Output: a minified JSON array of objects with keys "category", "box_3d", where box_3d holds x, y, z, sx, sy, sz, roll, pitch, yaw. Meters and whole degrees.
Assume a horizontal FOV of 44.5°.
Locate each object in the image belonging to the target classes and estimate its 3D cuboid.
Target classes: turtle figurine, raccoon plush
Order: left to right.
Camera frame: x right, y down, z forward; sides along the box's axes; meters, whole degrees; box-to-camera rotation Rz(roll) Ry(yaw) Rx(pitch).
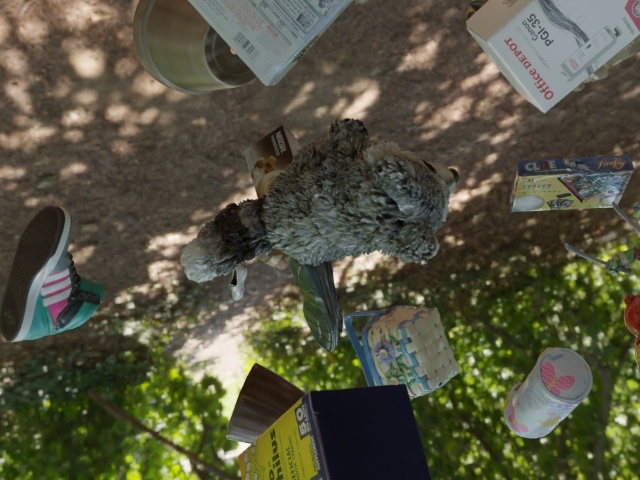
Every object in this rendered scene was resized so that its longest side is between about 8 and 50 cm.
[{"category":"raccoon plush","box_3d":[0.000,0.000,1.189,0.446,0.216,0.299,-39,-163,6]},{"category":"turtle figurine","box_3d":[0.648,0.060,1.561,0.274,0.266,0.198,-11,159,-38]}]

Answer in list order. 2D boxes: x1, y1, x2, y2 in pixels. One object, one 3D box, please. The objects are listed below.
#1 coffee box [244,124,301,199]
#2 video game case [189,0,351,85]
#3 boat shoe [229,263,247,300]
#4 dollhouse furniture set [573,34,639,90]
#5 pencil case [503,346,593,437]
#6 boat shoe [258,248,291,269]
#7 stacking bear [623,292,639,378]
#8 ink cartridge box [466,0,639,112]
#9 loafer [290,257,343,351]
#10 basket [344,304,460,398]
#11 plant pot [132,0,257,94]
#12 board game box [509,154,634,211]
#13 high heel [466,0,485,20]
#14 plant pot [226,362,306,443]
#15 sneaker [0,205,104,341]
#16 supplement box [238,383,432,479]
[{"category":"coffee box","box_3d":[-0.102,-0.167,2.109,0.141,0.247,0.098,-29,146,18]},{"category":"video game case","box_3d":[-0.089,-0.430,1.248,0.244,0.269,0.061,-42,180,27]},{"category":"boat shoe","box_3d":[-0.198,0.101,1.830,0.035,0.035,0.100,-13,135,-38]},{"category":"dollhouse furniture set","box_3d":[0.553,-0.559,1.626,0.362,0.394,0.256,-28,-159,-13]},{"category":"pencil case","box_3d":[0.466,0.319,1.620,0.113,0.124,0.273,-2,152,-5]},{"category":"boat shoe","box_3d":[-0.042,-0.075,1.840,0.324,0.120,0.122,-54,-167,-5]},{"category":"stacking bear","box_3d":[0.742,0.242,1.668,0.175,0.289,0.164,-9,149,-7]},{"category":"ink cartridge box","box_3d":[0.439,-0.401,1.404,0.283,0.117,0.207,-41,121,14]},{"category":"loafer","box_3d":[0.013,0.118,1.593,0.084,0.096,0.268,-36,135,-23]},{"category":"basket","box_3d":[0.191,0.287,2.006,0.201,0.255,0.289,-24,-179,-35]},{"category":"plant pot","box_3d":[-0.273,-0.509,1.971,0.323,0.323,0.280,-4,-158,-33]},{"category":"board game box","box_3d":[0.558,-0.126,1.758,0.243,0.042,0.165,-2,153,5]},{"category":"high heel","box_3d":[0.449,-0.467,1.700,0.261,0.093,0.186,-4,139,46]},{"category":"plant pot","box_3d":[-0.105,0.469,2.096,0.230,0.215,0.215,20,162,5]},{"category":"sneaker","box_3d":[-0.511,0.071,1.568,0.178,0.124,0.296,4,118,-52]},{"category":"supplement box","box_3d":[0.012,0.410,1.381,0.195,0.194,0.356,1,149,-27]}]
